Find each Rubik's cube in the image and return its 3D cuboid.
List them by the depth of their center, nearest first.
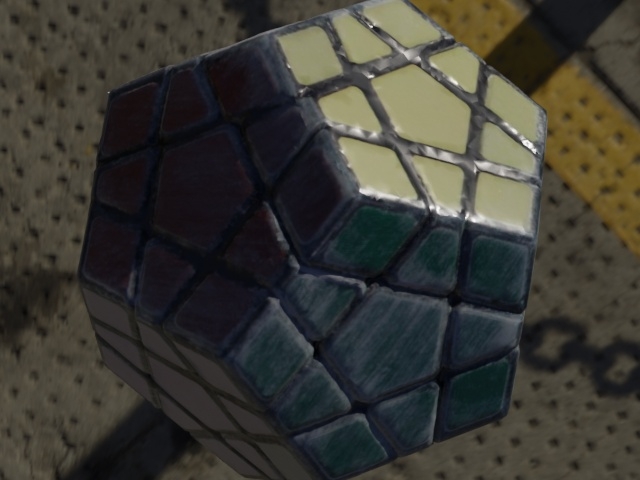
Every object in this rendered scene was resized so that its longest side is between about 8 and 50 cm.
[{"bbox_3d":[0.000,0.000,0.984,0.264,0.319,0.319,7,73,6],"label":"Rubik's cube"}]
